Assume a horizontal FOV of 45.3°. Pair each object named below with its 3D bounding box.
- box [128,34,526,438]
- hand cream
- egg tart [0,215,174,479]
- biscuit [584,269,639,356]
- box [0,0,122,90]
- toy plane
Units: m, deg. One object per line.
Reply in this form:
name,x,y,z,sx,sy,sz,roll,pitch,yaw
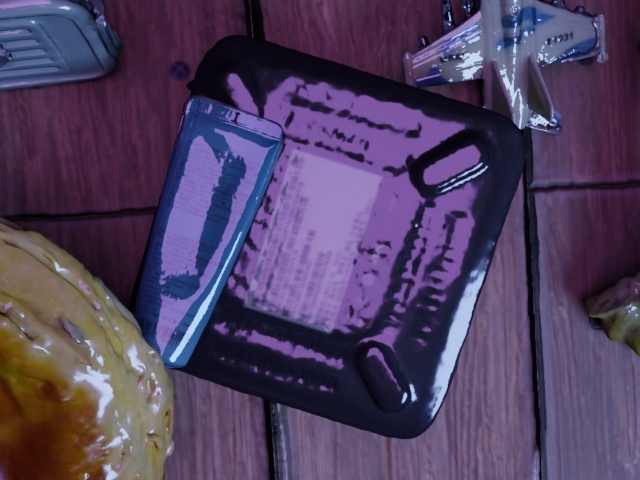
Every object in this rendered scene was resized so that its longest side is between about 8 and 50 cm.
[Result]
box,0.000,0.000,0.645,0.289,0.073,0.290,19,96,2
hand cream,-0.101,0.003,0.598,0.083,0.048,0.224,20,91,1
egg tart,-0.328,0.138,0.556,0.443,0.178,0.443,-6,116,-13
biscuit,0.382,0.044,0.638,0.187,0.036,0.273,31,132,-13
box,-0.288,-0.201,0.595,0.243,0.163,0.135,-8,84,-4
toy plane,0.156,-0.208,0.656,0.192,0.088,0.262,-11,108,-7
